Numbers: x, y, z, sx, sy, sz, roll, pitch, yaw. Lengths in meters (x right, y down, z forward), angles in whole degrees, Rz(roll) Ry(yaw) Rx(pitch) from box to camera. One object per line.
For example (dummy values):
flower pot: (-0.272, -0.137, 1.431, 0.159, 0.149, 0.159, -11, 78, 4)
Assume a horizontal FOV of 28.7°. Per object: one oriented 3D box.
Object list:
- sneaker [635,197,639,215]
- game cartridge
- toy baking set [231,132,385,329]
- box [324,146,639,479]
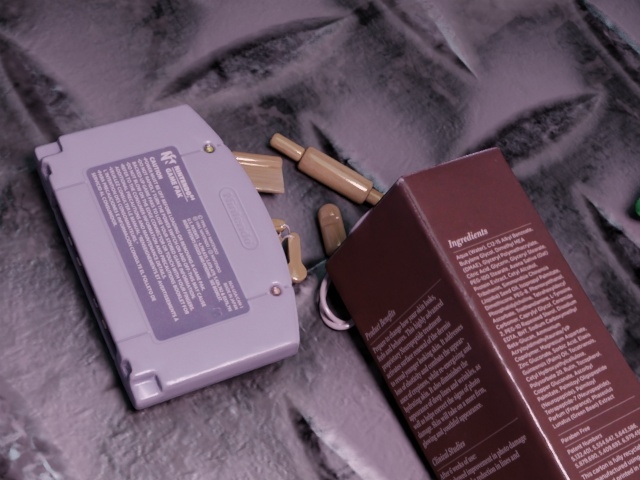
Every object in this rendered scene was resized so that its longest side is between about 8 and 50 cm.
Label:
sneaker: (0.476, 0.045, 1.467, 0.123, 0.109, 0.295, -31, 74, -11)
game cartridge: (-0.143, 0.007, 1.236, 0.196, 0.060, 0.294, -19, 67, -17)
toy baking set: (0.001, -0.006, 1.339, 0.256, 0.030, 0.197, 27, 55, -3)
box: (0.172, 0.126, 1.198, 0.143, 0.191, 0.381, -21, 74, -32)
